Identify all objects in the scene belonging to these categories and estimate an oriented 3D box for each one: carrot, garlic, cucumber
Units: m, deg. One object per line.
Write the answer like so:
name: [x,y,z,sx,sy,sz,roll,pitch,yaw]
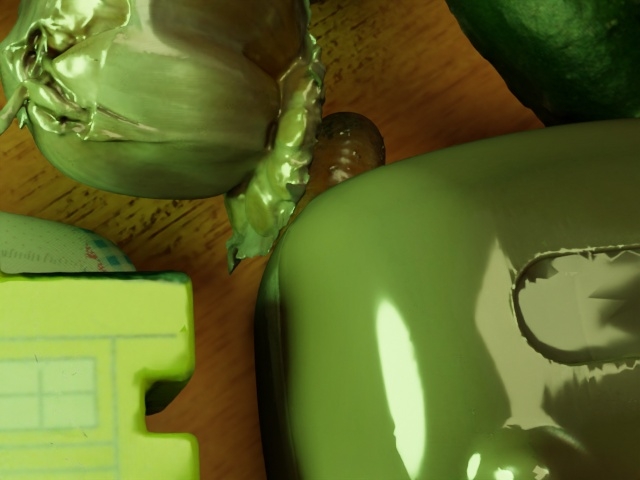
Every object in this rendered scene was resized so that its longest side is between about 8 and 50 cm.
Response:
carrot: [0.000,0.000,1.142,0.060,0.060,0.186,18,60,-2]
garlic: [-0.101,-0.053,1.020,0.207,0.207,0.256,34,65,9]
cucumber: [0.163,-0.149,1.113,0.145,0.325,0.105,-14,49,32]

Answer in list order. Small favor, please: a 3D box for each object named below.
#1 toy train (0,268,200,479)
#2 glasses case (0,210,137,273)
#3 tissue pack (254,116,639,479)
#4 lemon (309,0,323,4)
toy train: [-0.250,0.124,0.901,0.442,0.179,0.272,-1,77,-12]
glasses case: [-0.265,0.036,1.042,0.328,0.076,0.125,6,54,-9]
tissue pack: [0.168,0.070,0.983,0.387,0.277,0.267,-3,73,-17]
lemon: [-0.059,-0.308,1.165,0.348,0.348,0.348,6,57,-10]
